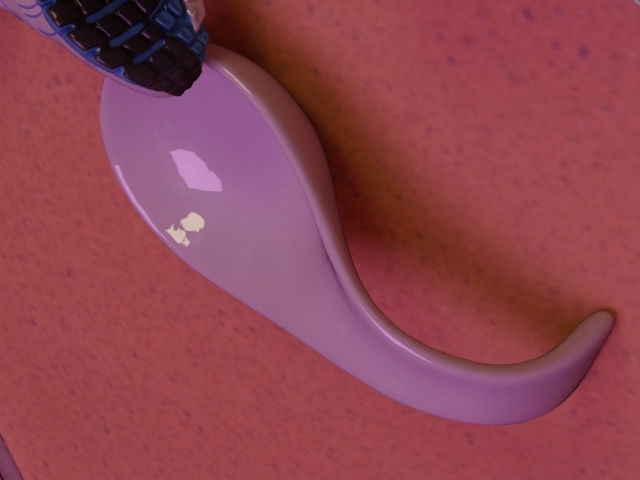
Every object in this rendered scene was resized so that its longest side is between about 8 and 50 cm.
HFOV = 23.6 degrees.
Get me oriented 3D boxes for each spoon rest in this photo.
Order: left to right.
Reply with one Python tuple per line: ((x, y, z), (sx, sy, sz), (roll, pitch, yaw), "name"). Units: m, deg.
((0.000, 0.000, 0.734), (0.276, 0.084, 0.137), (32, 138, 14), "spoon rest")

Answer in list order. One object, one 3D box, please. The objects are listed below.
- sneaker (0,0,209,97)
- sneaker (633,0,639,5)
((-0.129, -0.130, 0.717), (0.190, 0.071, 0.083), (43, 155, 7), "sneaker")
((0.154, -0.065, 0.533), (0.256, 0.094, 0.151), (15, 126, 28), "sneaker")
